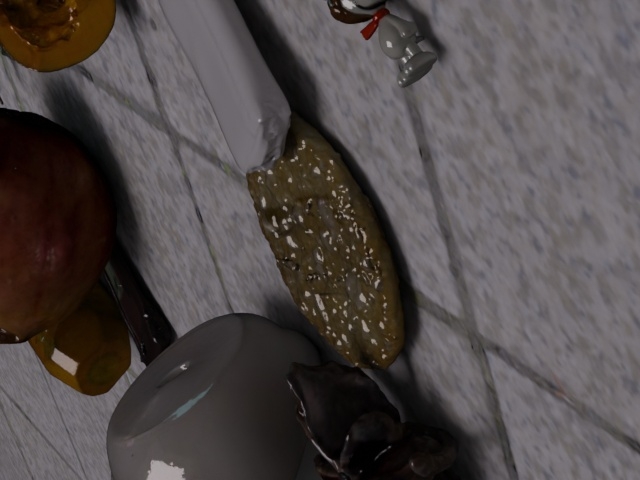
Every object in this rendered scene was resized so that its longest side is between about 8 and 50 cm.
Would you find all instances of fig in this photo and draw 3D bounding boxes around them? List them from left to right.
[{"bbox_3d":[-0.322,-0.029,1.967,0.224,0.224,0.263,37,153,51],"label":"fig"}]

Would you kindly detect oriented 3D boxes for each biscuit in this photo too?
[{"bbox_3d":[0.001,-0.001,1.416,0.220,0.033,0.220,51,157,32],"label":"biscuit"}]

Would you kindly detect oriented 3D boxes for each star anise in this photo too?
[{"bbox_3d":[0.051,0.166,1.422,0.231,0.089,0.209,20,149,56],"label":"star anise"}]

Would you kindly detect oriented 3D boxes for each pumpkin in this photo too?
[{"bbox_3d":[-0.249,-0.239,1.613,0.107,0.119,0.183,-113,2,-76],"label":"pumpkin"}]

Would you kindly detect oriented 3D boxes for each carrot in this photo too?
[{"bbox_3d":[-0.319,0.058,2.226,0.302,0.114,0.114,50,158,39],"label":"carrot"}]

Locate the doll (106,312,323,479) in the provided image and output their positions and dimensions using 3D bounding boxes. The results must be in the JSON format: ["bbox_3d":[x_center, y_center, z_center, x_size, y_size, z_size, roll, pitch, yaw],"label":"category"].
[{"bbox_3d":[-0.063,0.185,1.619,0.251,0.221,0.221,-125,12,-76],"label":"doll"}]

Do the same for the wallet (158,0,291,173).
[{"bbox_3d":[-0.072,-0.137,1.377,0.190,0.033,0.095,64,160,20],"label":"wallet"}]

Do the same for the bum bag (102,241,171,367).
[{"bbox_3d":[-0.207,0.063,2.080,0.159,0.026,0.109,63,162,14],"label":"bum bag"}]

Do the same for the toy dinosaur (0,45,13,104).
[{"bbox_3d":[-0.359,-0.240,2.035,0.108,0.032,0.220,46,147,48],"label":"toy dinosaur"}]

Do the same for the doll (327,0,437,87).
[{"bbox_3d":[0.036,-0.132,1.131,0.058,0.040,0.085,-21,97,61],"label":"doll"}]
